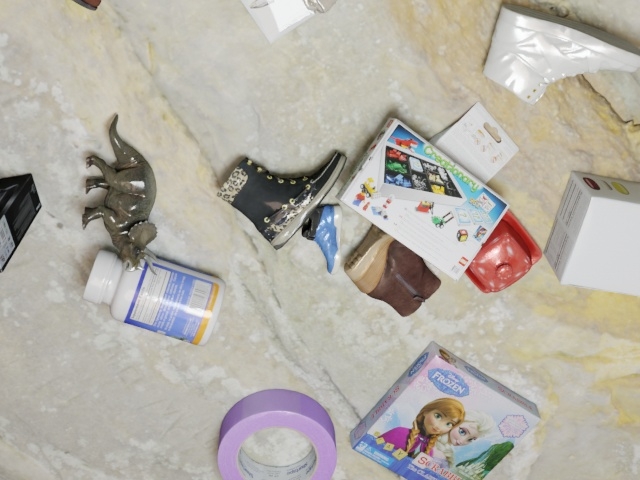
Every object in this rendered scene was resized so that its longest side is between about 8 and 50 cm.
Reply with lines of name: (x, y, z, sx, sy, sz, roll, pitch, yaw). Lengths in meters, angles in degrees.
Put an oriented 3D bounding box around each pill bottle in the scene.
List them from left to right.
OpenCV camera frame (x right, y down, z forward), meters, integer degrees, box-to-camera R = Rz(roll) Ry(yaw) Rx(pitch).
pill bottle: (-0.348, 0.113, 1.970, 0.272, 0.152, 0.152, 19, 114, -11)

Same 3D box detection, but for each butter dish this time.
butter dish: (0.376, 0.043, 1.985, 0.160, 0.118, 0.160, -36, 113, 15)

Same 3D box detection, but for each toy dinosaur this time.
toy dinosaur: (-0.395, -0.091, 1.903, 0.161, 0.121, 0.313, 5, 87, -11)

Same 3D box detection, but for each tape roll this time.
tape roll: (-0.100, 0.484, 2.198, 0.275, 0.090, 0.274, -1, 117, -1)

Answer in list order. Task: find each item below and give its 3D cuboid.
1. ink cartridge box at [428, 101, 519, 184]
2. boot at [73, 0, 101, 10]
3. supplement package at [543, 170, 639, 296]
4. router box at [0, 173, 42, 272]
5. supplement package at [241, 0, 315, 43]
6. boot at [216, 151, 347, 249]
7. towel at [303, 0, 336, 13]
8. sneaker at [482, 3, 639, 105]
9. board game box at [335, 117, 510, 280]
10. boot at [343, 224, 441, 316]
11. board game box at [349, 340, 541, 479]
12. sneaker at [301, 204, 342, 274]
ink cartridge box: (0.295, -0.175, 1.929, 0.179, 0.045, 0.145, -46, 110, -1)
boot: (-0.402, -0.588, 1.681, 0.280, 0.096, 0.264, -36, 105, 7)
supplement package: (0.632, -0.008, 1.956, 0.262, 0.145, 0.204, 9, 116, -7)
router box: (-0.694, -0.021, 1.803, 0.243, 0.309, 0.081, -9, 115, 3)
supplement package: (-0.100, -0.470, 1.720, 0.105, 0.105, 0.179, -32, 113, 11)
boot: (-0.077, -0.121, 1.901, 0.179, 0.085, 0.236, 39, 89, -1)
towel: (0.033, -0.555, 1.666, 0.282, 0.049, 0.187, -46, 113, -10)
sneaker: (0.461, -0.335, 1.818, 0.293, 0.108, 0.169, 17, 116, 0)
board game box: (0.206, -0.080, 1.878, 0.305, 0.053, 0.193, 34, 92, -18)
boot: (0.190, 0.033, 2.010, 0.207, 0.090, 0.248, 35, 106, -32)
board game box: (0.289, 0.435, 2.202, 0.319, 0.066, 0.318, 31, 111, -16)
sneaker: (0.000, 0.000, 1.979, 0.085, 0.058, 0.152, -1, 112, -8)
